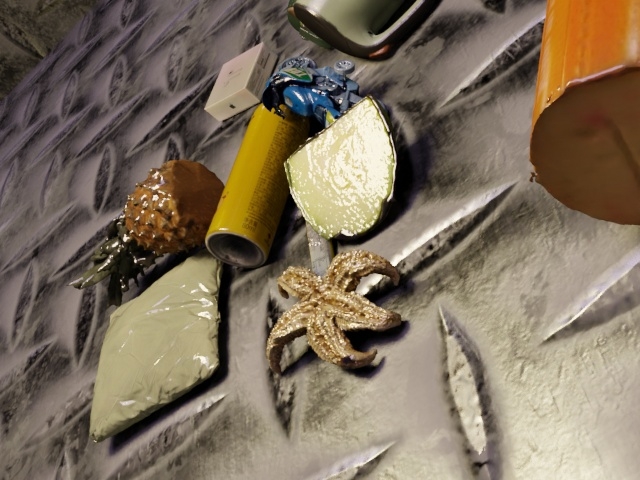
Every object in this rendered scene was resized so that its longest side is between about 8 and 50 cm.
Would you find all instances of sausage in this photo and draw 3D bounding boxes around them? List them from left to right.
[{"bbox_3d":[0.337,-0.192,0.948,0.233,0.233,0.287,-20,44,42],"label":"sausage"}]

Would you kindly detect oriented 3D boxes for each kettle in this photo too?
[{"bbox_3d":[0.094,-0.444,1.624,0.240,0.165,0.255,37,89,31],"label":"kettle"}]

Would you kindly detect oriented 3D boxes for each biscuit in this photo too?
[{"bbox_3d":[0.000,0.000,1.381,0.048,0.026,0.292,-34,35,20],"label":"biscuit"}]

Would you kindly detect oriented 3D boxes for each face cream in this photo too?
[{"bbox_3d":[-0.090,-0.124,1.557,0.105,0.105,0.348,-19,43,42],"label":"face cream"}]

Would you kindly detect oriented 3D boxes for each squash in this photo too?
[{"bbox_3d":[0.058,-0.085,1.370,0.192,0.085,0.184,-35,62,29],"label":"squash"}]

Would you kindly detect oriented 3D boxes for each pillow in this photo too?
[{"bbox_3d":[-0.265,0.158,1.514,0.274,0.076,0.280,-33,35,24],"label":"pillow"}]

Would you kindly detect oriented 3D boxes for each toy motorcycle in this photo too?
[{"bbox_3d":[-0.005,-0.229,1.512,0.135,0.092,0.254,-30,47,-27],"label":"toy motorcycle"}]

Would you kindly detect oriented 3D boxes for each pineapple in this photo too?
[{"bbox_3d":[-0.305,-0.010,1.639,0.364,0.165,0.165,-34,33,45],"label":"pineapple"}]

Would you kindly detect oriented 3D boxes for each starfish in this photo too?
[{"bbox_3d":[0.001,0.094,1.227,0.216,0.071,0.238,-53,34,3],"label":"starfish"}]

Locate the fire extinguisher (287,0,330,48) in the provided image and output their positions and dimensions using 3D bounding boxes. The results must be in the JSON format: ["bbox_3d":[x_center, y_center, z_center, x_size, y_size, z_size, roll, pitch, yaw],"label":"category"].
[{"bbox_3d":[0.001,-0.492,1.851,0.095,0.114,0.311,103,-179,-52],"label":"fire extinguisher"}]

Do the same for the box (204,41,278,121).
[{"bbox_3d":[-0.161,-0.321,1.917,0.129,0.051,0.130,-18,43,43],"label":"box"}]
